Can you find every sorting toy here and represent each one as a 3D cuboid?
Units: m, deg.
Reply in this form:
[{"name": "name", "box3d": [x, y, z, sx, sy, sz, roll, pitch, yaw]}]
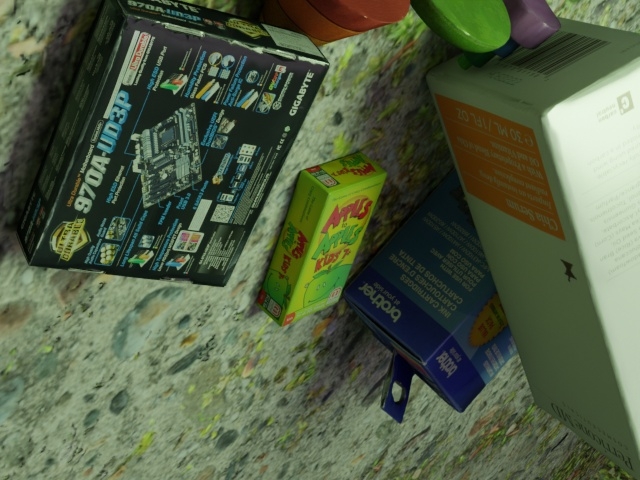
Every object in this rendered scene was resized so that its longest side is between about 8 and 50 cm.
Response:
[{"name": "sorting toy", "box3d": [0.069, -0.192, 1.031, 0.365, 0.127, 0.126, -3, 151, -49]}]

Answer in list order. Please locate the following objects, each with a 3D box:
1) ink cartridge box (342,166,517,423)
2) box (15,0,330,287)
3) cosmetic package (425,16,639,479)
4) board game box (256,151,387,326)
[{"name": "ink cartridge box", "box3d": [0.195, 0.051, 1.483, 0.395, 0.151, 0.270, -46, 153, -3]}, {"name": "box", "box3d": [-0.114, -0.070, 0.892, 0.175, 0.051, 0.220, 8, 121, -34]}, {"name": "cosmetic package", "box3d": [0.291, 0.008, 1.235, 0.161, 0.230, 0.453, -29, 116, -13]}, {"name": "board game box", "box3d": [0.000, 0.000, 1.229, 0.092, 0.043, 0.181, -21, 142, -43]}]
